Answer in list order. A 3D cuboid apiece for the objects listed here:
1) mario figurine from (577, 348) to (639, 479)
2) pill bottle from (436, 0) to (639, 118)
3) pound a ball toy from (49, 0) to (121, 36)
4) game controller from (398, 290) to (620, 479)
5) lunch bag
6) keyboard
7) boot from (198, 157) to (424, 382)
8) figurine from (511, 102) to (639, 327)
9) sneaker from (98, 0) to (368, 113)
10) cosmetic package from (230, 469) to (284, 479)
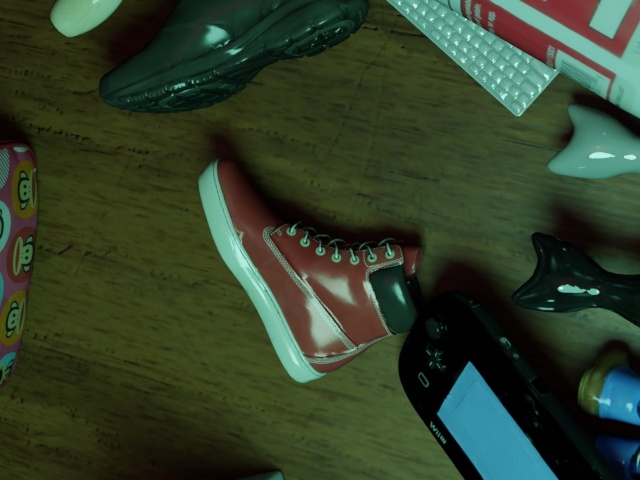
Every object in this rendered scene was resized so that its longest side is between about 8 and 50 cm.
[{"bbox_3d":[0.400,0.194,1.217,0.321,0.170,0.198,12,137,29],"label":"mario figurine"},{"bbox_3d":[0.179,-0.292,1.159,0.408,0.229,0.229,33,106,13],"label":"pill bottle"},{"bbox_3d":[-0.212,-0.363,1.305,0.136,0.208,0.319,-25,87,21],"label":"pound a ball toy"},{"bbox_3d":[0.181,0.199,1.245,0.319,0.067,0.166,54,139,24],"label":"game controller"},{"bbox_3d":[-0.407,0.031,1.398,0.120,0.258,0.293,10,100,19],"label":"lunch bag"},{"bbox_3d":[0.121,-0.229,1.303,0.256,0.014,0.072,44,109,10],"label":"keyboard"},{"bbox_3d":[0.000,0.000,1.340,0.176,0.088,0.244,-29,94,21],"label":"boot"},{"bbox_3d":[0.293,-0.018,1.205,0.210,0.092,0.214,11,77,23],"label":"figurine"},{"bbox_3d":[-0.098,-0.216,1.348,0.286,0.109,0.130,-23,82,12],"label":"sneaker"},{"bbox_3d":[-0.104,0.374,1.346,0.138,0.225,0.224,-16,91,19],"label":"cosmetic package"}]
